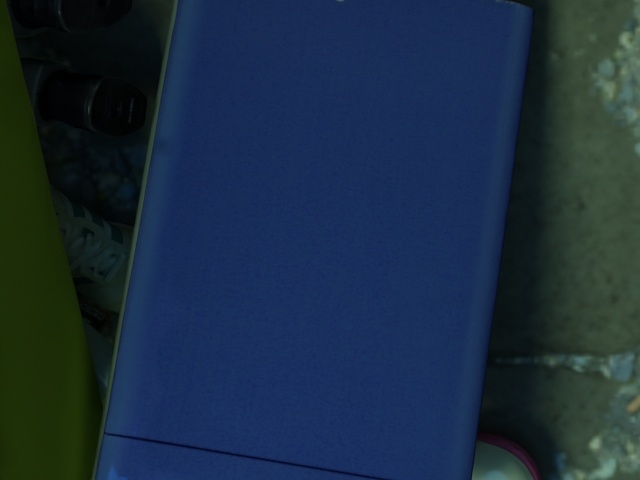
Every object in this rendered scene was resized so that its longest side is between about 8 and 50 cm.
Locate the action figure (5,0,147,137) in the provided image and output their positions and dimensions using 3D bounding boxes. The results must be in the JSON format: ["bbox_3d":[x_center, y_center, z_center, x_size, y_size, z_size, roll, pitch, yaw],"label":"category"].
[{"bbox_3d":[-0.251,-0.123,1.121,0.285,0.099,0.185,9,109,19],"label":"action figure"}]

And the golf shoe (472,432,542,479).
[{"bbox_3d":[0.008,0.231,1.152,0.306,0.140,0.115,-36,95,10],"label":"golf shoe"}]

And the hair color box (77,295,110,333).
[{"bbox_3d":[-0.197,0.091,1.177,0.072,0.043,0.141,32,114,-3],"label":"hair color box"}]

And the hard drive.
[{"bbox_3d":[0.000,0.000,1.067,0.210,0.040,0.318,11,79,-12],"label":"hard drive"}]

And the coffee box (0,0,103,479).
[{"bbox_3d":[-0.339,0.063,0.927,0.334,0.338,0.337,0,120,18],"label":"coffee box"}]

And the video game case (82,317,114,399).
[{"bbox_3d":[-0.323,0.075,1.154,0.300,0.036,0.329,43,120,-4],"label":"video game case"}]

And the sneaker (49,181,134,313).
[{"bbox_3d":[-0.157,0.004,1.149,0.161,0.075,0.057,34,103,-2],"label":"sneaker"}]
